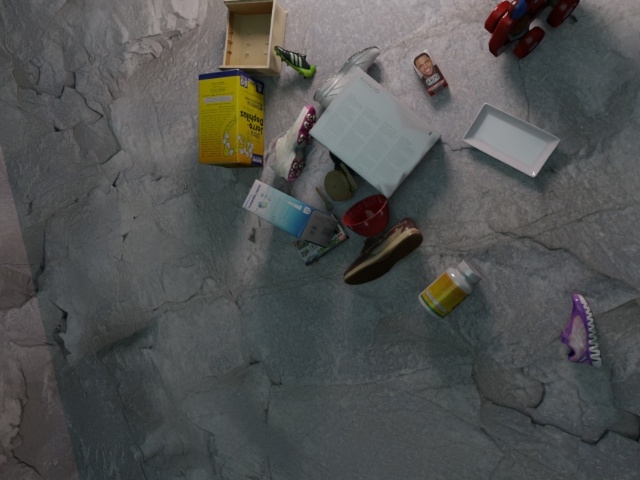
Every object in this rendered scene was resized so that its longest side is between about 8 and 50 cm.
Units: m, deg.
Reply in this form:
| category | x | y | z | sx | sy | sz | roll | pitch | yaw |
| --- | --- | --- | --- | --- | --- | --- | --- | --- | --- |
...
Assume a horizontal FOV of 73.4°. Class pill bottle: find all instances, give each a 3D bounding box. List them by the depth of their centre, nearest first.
| category | x | y | z | sx | sy | sz | roll | pitch | yaw |
| --- | --- | --- | --- | --- | --- | --- | --- | --- | --- |
| pill bottle | 0.453 | 0.169 | 1.498 | 0.117 | 0.118 | 0.208 | 47 | 109 | 14 |

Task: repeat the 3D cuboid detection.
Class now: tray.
| category | x | y | z | sx | sy | sz | roll | pitch | yaw |
| --- | --- | --- | --- | --- | --- | --- | --- | --- | --- |
| tray | 0.630 | -0.334 | 1.435 | 0.271 | 0.030 | 0.145 | 34 | 105 | 18 |

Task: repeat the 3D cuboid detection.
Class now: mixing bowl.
| category | x | y | z | sx | sy | sz | roll | pitch | yaw |
| --- | --- | --- | --- | --- | --- | --- | --- | --- | --- |
| mixing bowl | 0.183 | -0.077 | 1.585 | 0.182 | 0.181 | 0.098 | -24 | 116 | 23 |

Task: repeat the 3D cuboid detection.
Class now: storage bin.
| category | x | y | z | sx | sy | sz | roll | pitch | yaw |
| --- | --- | --- | --- | --- | --- | --- | --- | --- | --- |
| storage bin | -0.282 | -0.816 | 1.741 | 0.261 | 0.123 | 0.261 | 10 | 98 | 22 |

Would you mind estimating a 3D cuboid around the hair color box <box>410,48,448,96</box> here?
| category | x | y | z | sx | sy | sz | roll | pitch | yaw |
| --- | --- | --- | --- | --- | --- | --- | --- | --- | --- |
| hair color box | 0.383 | -0.590 | 1.515 | 0.072 | 0.043 | 0.141 | -31 | 81 | 23 |

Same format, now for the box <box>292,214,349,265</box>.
| category | x | y | z | sx | sy | sz | roll | pitch | yaw |
| --- | --- | --- | --- | --- | --- | --- | --- | --- | --- |
| box | 0.000 | 0.000 | 1.716 | 0.207 | 0.036 | 0.114 | -35 | 79 | 17 |

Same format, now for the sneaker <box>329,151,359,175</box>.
| category | x | y | z | sx | sy | sz | roll | pitch | yaw |
| --- | --- | --- | --- | --- | --- | --- | --- | --- | --- |
| sneaker | 0.108 | -0.301 | 1.648 | 0.170 | 0.051 | 0.088 | 15 | 104 | 25 |

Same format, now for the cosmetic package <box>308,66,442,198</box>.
| category | x | y | z | sx | sy | sz | roll | pitch | yaw |
| --- | --- | --- | --- | --- | --- | --- | --- | --- | --- |
| cosmetic package | 0.193 | -0.378 | 1.537 | 0.377 | 0.097 | 0.284 | 40 | 106 | 3 |

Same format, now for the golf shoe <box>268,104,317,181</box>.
| category | x | y | z | sx | sy | sz | roll | pitch | yaw |
| --- | --- | --- | --- | --- | --- | --- | --- | --- | --- |
| golf shoe | -0.115 | -0.396 | 1.708 | 0.140 | 0.115 | 0.305 | 26 | 102 | 23 |

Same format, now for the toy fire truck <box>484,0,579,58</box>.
| category | x | y | z | sx | sy | sz | roll | pitch | yaw |
| --- | --- | --- | --- | --- | --- | --- | --- | --- | --- |
| toy fire truck | 0.629 | -0.707 | 1.287 | 0.302 | 0.254 | 0.169 | -45 | 76 | 19 |

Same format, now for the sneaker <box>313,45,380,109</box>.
| category | x | y | z | sx | sy | sz | roll | pitch | yaw |
| --- | --- | --- | --- | --- | --- | --- | --- | --- | --- |
| sneaker | 0.114 | -0.598 | 1.613 | 0.297 | 0.111 | 0.129 | -40 | 98 | 21 |

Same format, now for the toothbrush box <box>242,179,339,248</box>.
| category | x | y | z | sx | sy | sz | roll | pitch | yaw |
| --- | --- | --- | --- | --- | --- | --- | --- | --- | --- |
| toothbrush box | -0.112 | -0.100 | 1.636 | 0.296 | 0.216 | 0.126 | 30 | 94 | 28 |

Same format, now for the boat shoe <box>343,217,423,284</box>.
| category | x | y | z | sx | sy | sz | roll | pitch | yaw |
| --- | --- | --- | --- | --- | --- | --- | --- | --- | --- |
| boat shoe | 0.217 | 0.040 | 1.606 | 0.342 | 0.123 | 0.123 | -41 | 48 | 24 |

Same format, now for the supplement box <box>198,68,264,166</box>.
| category | x | y | z | sx | sy | sz | roll | pitch | yaw |
| --- | --- | --- | --- | --- | --- | --- | --- | --- | --- |
| supplement box | -0.361 | -0.484 | 1.759 | 0.196 | 0.194 | 0.355 | 3 | 95 | 23 |

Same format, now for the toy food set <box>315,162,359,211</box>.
| category | x | y | z | sx | sy | sz | roll | pitch | yaw |
| --- | --- | --- | --- | --- | --- | --- | --- | --- | --- |
| toy food set | 0.069 | -0.209 | 1.667 | 0.192 | 0.039 | 0.132 | -36 | 83 | 45 |

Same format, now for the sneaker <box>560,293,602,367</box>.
| category | x | y | z | sx | sy | sz | roll | pitch | yaw |
| --- | --- | --- | --- | --- | --- | --- | --- | --- | --- |
| sneaker | 0.818 | 0.289 | 1.369 | 0.105 | 0.095 | 0.236 | -10 | 91 | 31 |

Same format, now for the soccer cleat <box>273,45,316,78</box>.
| category | x | y | z | sx | sy | sz | roll | pitch | yaw |
| --- | --- | --- | --- | --- | --- | --- | --- | --- | --- |
| soccer cleat | -0.099 | -0.711 | 1.683 | 0.179 | 0.060 | 0.072 | 34 | 95 | -13 |
